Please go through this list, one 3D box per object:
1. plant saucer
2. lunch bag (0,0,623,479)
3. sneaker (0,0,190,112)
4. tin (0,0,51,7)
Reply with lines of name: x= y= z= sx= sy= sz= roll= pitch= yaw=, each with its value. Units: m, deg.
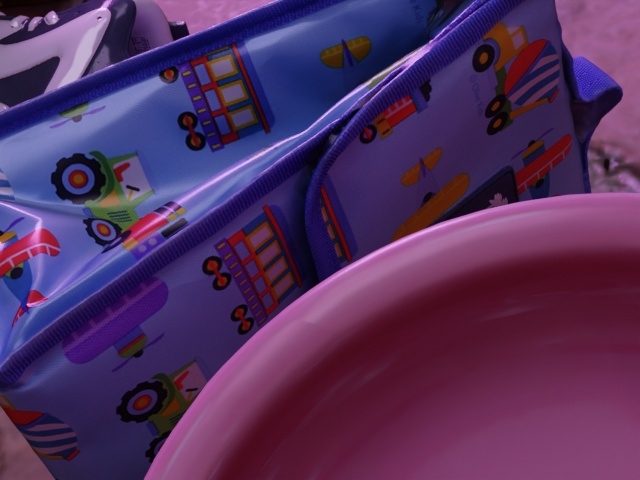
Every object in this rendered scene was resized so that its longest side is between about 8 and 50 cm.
plant saucer: x=0.094 y=0.153 z=0.534 sx=0.332 sy=0.084 sz=0.332 roll=0 pitch=84 yaw=4
lunch bag: x=0.000 y=0.000 z=0.730 sx=0.293 sy=0.221 sz=0.138 roll=-31 pitch=50 yaw=-6
sneaker: x=-0.155 y=-0.102 z=0.947 sx=0.153 sy=0.094 sz=0.235 roll=-30 pitch=50 yaw=-8
tin: x=-0.221 y=-0.197 z=1.081 sx=0.189 sy=0.040 sz=0.106 roll=0 pitch=57 yaw=18
